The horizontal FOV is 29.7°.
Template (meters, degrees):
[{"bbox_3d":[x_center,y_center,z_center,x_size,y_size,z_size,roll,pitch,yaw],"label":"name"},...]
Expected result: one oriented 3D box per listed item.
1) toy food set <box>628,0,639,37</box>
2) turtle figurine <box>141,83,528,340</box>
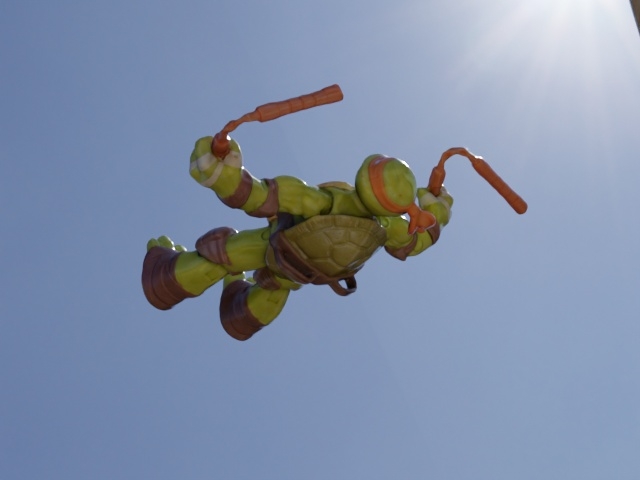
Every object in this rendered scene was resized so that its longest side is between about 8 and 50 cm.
[{"bbox_3d":[0.227,-0.182,0.399,0.306,0.092,0.220,-28,-53,4],"label":"toy food set"},{"bbox_3d":[0.000,0.000,0.794,0.269,0.087,0.217,9,-30,-44],"label":"turtle figurine"}]
